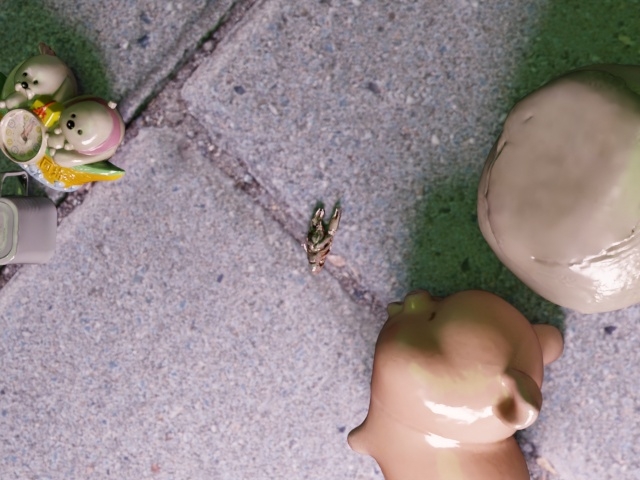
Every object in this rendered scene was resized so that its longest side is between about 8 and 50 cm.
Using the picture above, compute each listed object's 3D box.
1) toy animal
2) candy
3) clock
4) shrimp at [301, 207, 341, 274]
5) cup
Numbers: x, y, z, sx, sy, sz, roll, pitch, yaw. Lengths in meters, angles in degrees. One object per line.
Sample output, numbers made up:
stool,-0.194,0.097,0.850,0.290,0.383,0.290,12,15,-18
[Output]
toy animal,0.160,0.213,1.243,0.269,0.237,0.326,-22,93,23
candy,0.321,-0.059,1.185,0.296,0.185,0.295,0,91,39
clock,-0.344,-0.156,1.384,0.231,0.103,0.144,40,110,9
shrimp,-0.002,-0.003,1.354,0.038,0.029,0.092,23,94,19
cup,-0.414,-0.030,1.399,0.095,0.129,0.128,5,92,6
